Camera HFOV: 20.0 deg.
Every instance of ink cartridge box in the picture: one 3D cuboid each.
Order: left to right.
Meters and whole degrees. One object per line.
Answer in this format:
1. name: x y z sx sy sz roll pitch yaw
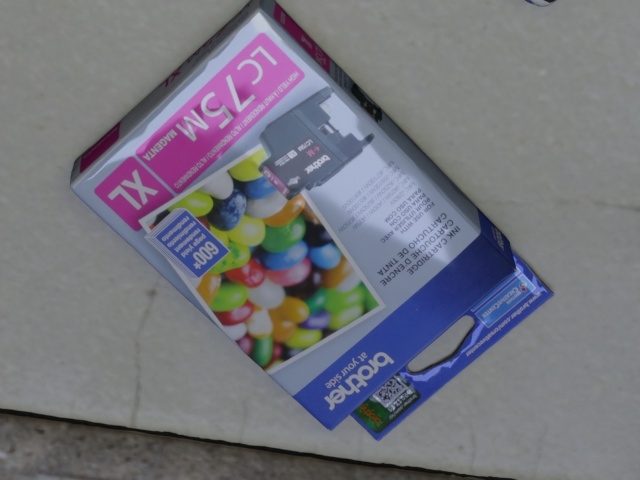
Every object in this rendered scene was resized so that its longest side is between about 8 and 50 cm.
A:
1. ink cartridge box: 0.000 0.000 1.268 0.186 0.065 0.311 -41 109 14

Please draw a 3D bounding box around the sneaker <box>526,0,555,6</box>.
1. sneaker: 0.071 -0.220 1.182 0.211 0.080 0.081 36 128 -14
